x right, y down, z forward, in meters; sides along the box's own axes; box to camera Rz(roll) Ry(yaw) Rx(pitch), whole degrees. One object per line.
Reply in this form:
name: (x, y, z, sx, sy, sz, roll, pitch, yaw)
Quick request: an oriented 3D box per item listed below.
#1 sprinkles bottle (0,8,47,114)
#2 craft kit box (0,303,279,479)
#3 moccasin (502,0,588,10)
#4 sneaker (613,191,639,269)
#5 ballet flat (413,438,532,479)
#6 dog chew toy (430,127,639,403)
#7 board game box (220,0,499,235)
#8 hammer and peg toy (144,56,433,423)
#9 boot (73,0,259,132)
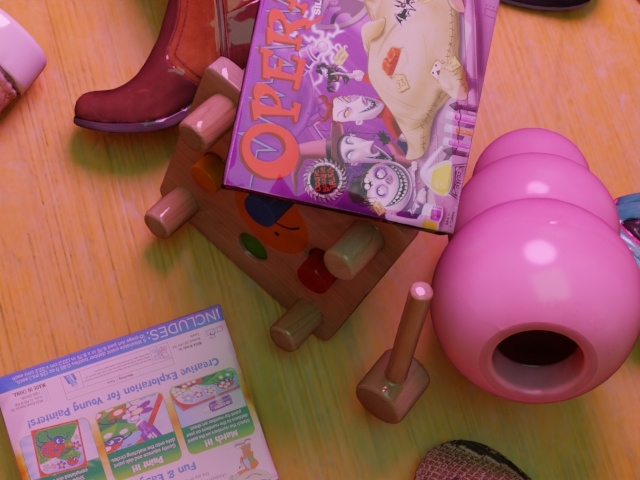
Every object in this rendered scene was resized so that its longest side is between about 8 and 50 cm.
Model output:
sprinkles bottle: (-0.441, -0.094, 1.171, 0.121, 0.121, 0.355, 35, 76, 3)
craft kit box: (-0.181, 0.222, 1.157, 0.250, 0.061, 0.246, -17, 76, -10)
moccasin: (0.180, -0.375, 1.308, 0.342, 0.117, 0.137, 23, 75, 0)
sneaker: (0.437, 0.015, 1.245, 0.296, 0.124, 0.178, 14, 85, -1)
ballet flat: (0.230, 0.419, 1.087, 0.164, 0.182, 0.482, -17, 79, -9)
dog chew toy: (0.219, 0.006, 1.157, 0.207, 0.206, 0.331, 13, 41, -3)
board game box: (0.048, -0.193, 0.976, 0.208, 0.056, 0.346, 11, 88, -6)
hammer and peg toy: (0.000, 0.000, 1.126, 0.361, 0.266, 0.127, 41, 57, 5)
boot: (-0.163, -0.264, 1.187, 0.264, 0.096, 0.280, -11, 103, 10)
